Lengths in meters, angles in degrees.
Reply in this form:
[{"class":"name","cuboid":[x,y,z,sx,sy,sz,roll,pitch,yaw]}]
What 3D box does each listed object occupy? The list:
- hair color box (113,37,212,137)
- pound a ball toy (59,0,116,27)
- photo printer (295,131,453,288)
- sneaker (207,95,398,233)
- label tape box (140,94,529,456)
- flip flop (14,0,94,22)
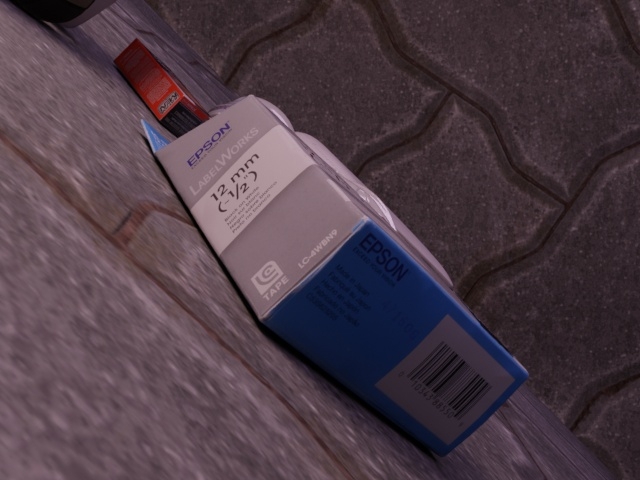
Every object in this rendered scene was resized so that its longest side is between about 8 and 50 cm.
[{"class":"hair color box","cuboid":[-0.184,-0.174,1.185,0.141,0.043,0.072,50,6,38]},{"class":"pound a ball toy","cuboid":[-0.249,-0.386,1.073,0.208,0.319,0.136,64,11,21]},{"class":"photo printer","cuboid":[0.045,-0.033,1.536,0.307,0.107,0.256,42,6,-31]},{"class":"sneaker","cuboid":[-0.035,-0.058,1.255,0.305,0.114,0.152,42,18,9]},{"class":"label tape box","cuboid":[0.000,0.000,0.887,0.249,0.115,0.348,41,8,-38]},{"class":"flip flop","cuboid":[-0.292,-0.300,0.920,0.080,0.112,0.277,55,4,24]}]
